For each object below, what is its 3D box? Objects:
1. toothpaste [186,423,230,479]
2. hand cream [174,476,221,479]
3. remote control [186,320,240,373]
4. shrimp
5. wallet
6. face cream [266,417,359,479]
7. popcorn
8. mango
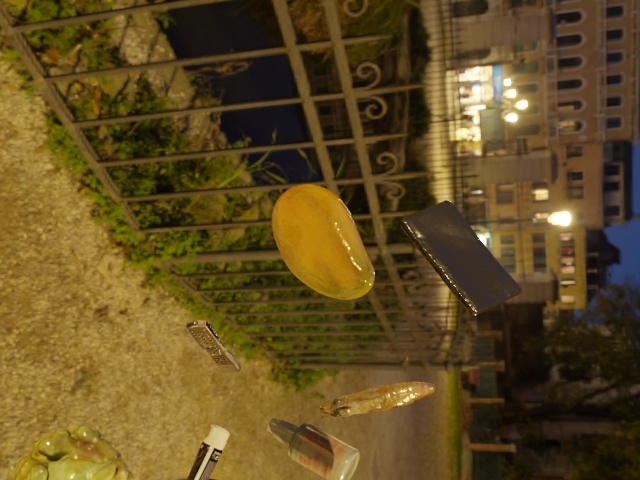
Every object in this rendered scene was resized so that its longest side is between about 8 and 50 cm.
[{"bbox_3d":[-0.239,0.462,1.261,0.193,0.045,0.071,-66,161,-13],"label":"toothpaste"},{"bbox_3d":[-0.318,0.636,1.640,0.120,0.270,0.061,23,56,-26],"label":"hand cream"},{"bbox_3d":[-0.256,0.260,1.552,0.212,0.059,0.028,66,25,-43],"label":"remote control"},{"bbox_3d":[0.109,0.305,1.224,0.126,0.223,0.047,64,14,-74],"label":"shrimp"},{"bbox_3d":[0.270,0.029,1.241,0.244,0.124,0.025,55,-24,28],"label":"wallet"},{"bbox_3d":[-0.030,0.522,1.628,0.101,0.252,0.101,-47,149,-40],"label":"face cream"},{"bbox_3d":[-0.586,0.616,1.529,0.279,0.274,0.335,-19,90,-54],"label":"popcorn"},{"bbox_3d":[0.000,0.000,1.195,0.119,0.317,0.176,-1,126,-38],"label":"mango"}]
